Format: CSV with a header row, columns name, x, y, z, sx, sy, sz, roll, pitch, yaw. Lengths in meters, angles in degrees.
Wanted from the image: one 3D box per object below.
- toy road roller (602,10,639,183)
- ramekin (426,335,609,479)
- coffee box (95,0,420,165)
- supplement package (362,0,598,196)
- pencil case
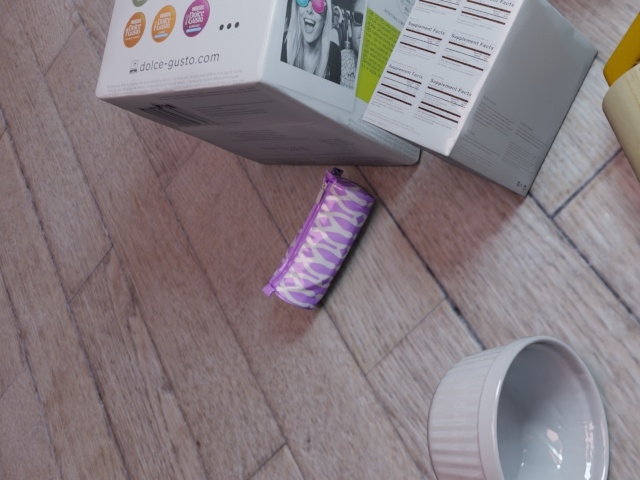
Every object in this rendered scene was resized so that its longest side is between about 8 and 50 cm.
name,x,y,z,sx,sy,sz,roll,pitch,yaw
toy road roller,0.459,-0.178,0.801,0.330,0.240,0.203,111,147,-59
ramekin,0.209,0.210,0.886,0.109,0.207,0.207,-15,69,48
coffee box,-0.056,-0.311,1.158,0.337,0.338,0.335,5,82,42
supplement package,0.195,-0.191,1.002,0.149,0.194,0.203,31,99,41
pencil case,0.000,0.000,1.196,0.086,0.088,0.206,36,104,43
